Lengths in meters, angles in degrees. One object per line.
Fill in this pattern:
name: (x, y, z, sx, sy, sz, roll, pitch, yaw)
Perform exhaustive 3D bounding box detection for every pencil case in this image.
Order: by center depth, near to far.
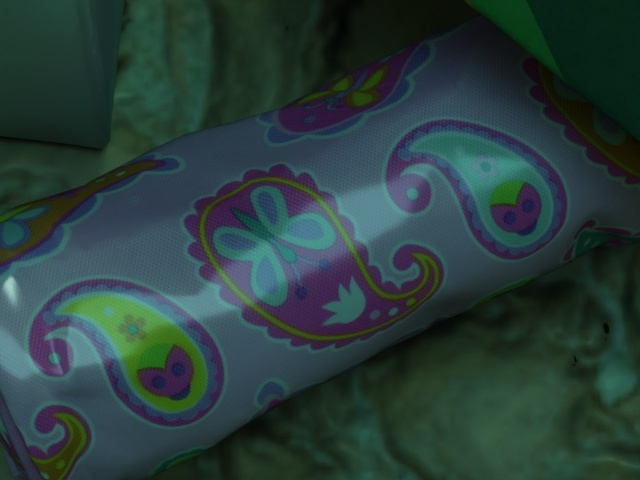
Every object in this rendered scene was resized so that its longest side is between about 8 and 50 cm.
pencil case: (0.000, 0.000, 0.730, 0.284, 0.124, 0.124, -25, 76, -11)

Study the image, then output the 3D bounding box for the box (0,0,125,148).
box: (-0.242, -0.178, 0.739, 0.345, 0.168, 0.215, 6, 73, -2)

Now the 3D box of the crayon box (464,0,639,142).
crayon box: (0.076, -0.170, 0.710, 0.323, 0.083, 0.203, 41, 34, 8)
